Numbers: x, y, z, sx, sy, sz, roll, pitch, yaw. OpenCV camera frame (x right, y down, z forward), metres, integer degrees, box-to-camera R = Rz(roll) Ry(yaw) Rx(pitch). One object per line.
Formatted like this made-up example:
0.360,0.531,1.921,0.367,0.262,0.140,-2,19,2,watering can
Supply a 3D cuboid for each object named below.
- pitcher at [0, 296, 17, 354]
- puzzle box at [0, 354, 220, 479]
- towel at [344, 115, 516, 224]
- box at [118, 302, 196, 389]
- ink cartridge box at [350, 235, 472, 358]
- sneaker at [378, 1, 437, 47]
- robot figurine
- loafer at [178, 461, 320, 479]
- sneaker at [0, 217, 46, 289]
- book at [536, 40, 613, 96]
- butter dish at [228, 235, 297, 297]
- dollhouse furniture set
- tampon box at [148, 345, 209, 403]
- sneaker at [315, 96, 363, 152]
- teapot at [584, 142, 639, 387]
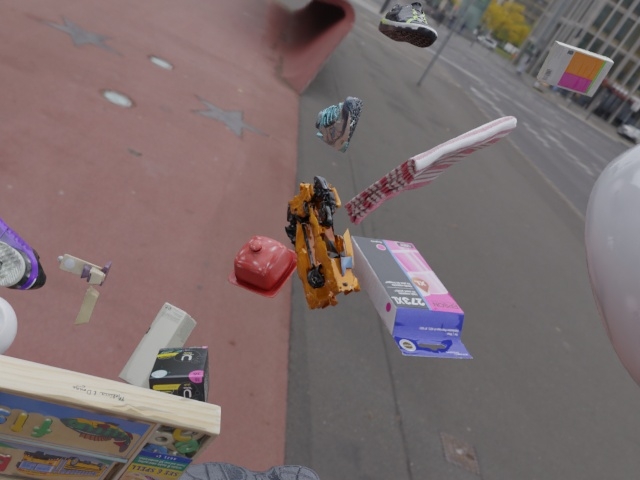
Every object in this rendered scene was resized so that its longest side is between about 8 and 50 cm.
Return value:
-0.655,0.193,1.217,0.125,0.207,0.177,31,60,-15,pitcher
-0.392,0.293,0.974,0.409,0.272,0.052,20,39,-24,puzzle box
0.121,-0.078,0.747,0.144,0.197,0.029,-27,88,-23,towel
-0.517,0.347,2.074,0.094,0.275,0.113,24,-20,18,box
0.195,0.119,1.455,0.176,0.069,0.371,7,32,-24,ink cartridge box
0.215,-0.535,1.564,0.084,0.097,0.235,25,10,-32,sneaker
0.000,0.000,1.485,0.085,0.211,0.291,1,68,-32,robot figurine
-0.146,0.501,1.262,0.303,0.095,0.109,9,18,-23,loafer
-0.726,0.017,1.474,0.293,0.102,0.146,44,0,24,sneaker
0.599,-0.402,1.530,0.144,0.096,0.035,14,33,-11,book
-0.154,0.045,1.680,0.160,0.118,0.160,18,55,29,butter dish
-0.403,0.082,1.049,0.081,0.114,0.091,21,8,-12,dollhouse furniture set
-0.322,0.324,1.498,0.121,0.101,0.161,-2,14,-6,tampon box
0.044,-0.348,1.934,0.122,0.110,0.283,21,-17,-1,sneaker
0.339,0.019,0.482,0.256,0.187,0.252,36,56,-26,teapot
